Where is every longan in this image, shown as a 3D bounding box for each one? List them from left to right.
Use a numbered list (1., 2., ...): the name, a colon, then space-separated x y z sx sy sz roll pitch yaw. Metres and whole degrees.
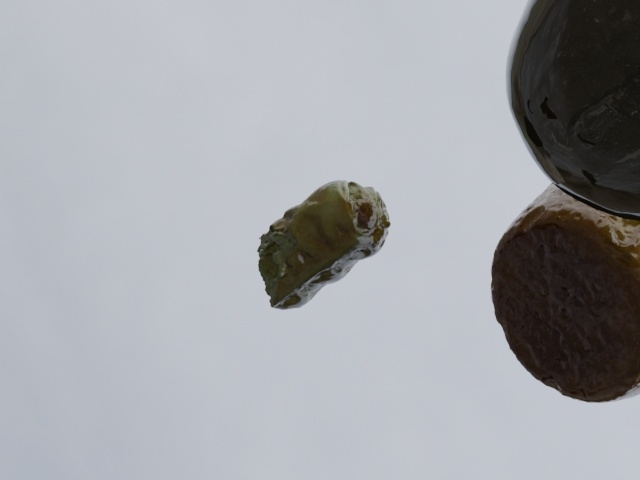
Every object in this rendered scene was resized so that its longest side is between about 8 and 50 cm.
1. longan: 0.227 -0.129 1.255 0.215 0.246 0.246 47 -5 -38

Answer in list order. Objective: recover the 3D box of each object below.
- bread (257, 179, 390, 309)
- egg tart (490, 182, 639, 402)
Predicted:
1. bread: 0.000 0.000 1.418 0.066 0.110 0.060 41 26 -26
2. egg tart: 0.234 0.019 1.503 0.215 0.171 0.215 22 -56 38
